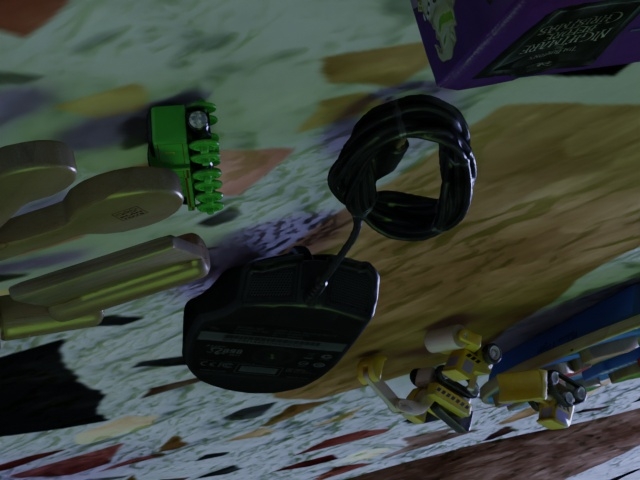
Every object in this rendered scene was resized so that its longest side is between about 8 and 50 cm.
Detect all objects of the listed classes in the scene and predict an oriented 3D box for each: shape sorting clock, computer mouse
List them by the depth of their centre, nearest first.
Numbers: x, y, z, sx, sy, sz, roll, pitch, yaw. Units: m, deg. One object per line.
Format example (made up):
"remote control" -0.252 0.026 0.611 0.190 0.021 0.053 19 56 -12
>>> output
"computer mouse" 0.000 0.000 0.749 0.071 0.041 0.242 8 153 -17
"shape sorting clock" 0.190 0.060 1.145 0.206 0.040 0.206 -14 166 -4

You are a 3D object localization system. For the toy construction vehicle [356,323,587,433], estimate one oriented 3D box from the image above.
"toy construction vehicle" 0.080 0.081 1.062 0.086 0.035 0.098 -11 147 44

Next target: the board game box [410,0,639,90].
"board game box" 0.214 -0.116 0.497 0.346 0.056 0.208 -10 169 -21

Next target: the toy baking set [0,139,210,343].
"toy baking set" -0.156 0.009 0.628 0.256 0.030 0.197 -10 162 -14

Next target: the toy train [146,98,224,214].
"toy train" -0.043 -0.025 0.632 0.023 0.017 0.083 -4 165 -3
